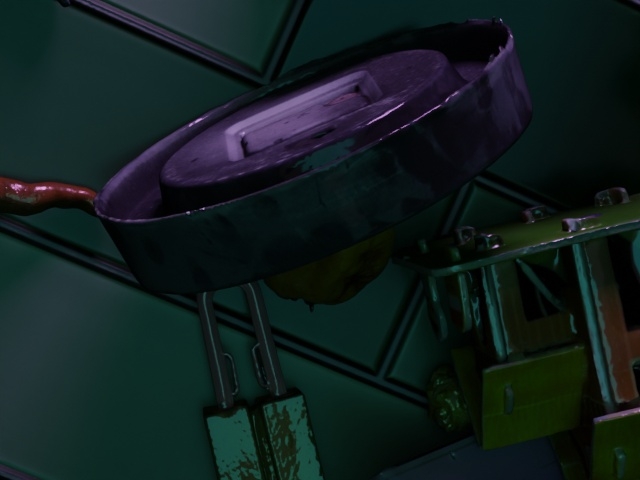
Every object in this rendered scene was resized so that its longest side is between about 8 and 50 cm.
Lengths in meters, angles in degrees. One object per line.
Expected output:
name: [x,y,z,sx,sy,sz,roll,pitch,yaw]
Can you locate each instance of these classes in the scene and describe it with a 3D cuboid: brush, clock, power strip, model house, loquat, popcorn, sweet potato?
brush: [-0.069,0.139,1.557,0.103,0.047,0.233,-13,97,-6]
clock: [-0.004,-0.076,1.374,0.386,0.386,0.076,-26,107,-4]
power strip: [0.147,0.236,1.504,0.037,0.279,0.109,-41,72,37]
model house: [0.268,0.132,1.453,0.300,0.340,0.323,-14,97,-9]
loquat: [0.000,0.000,1.518,0.137,0.113,0.137,-6,120,-10]
popcorn: [0.140,0.154,1.583,0.083,0.068,0.059,-41,131,-38]
sweet potato: [-0.282,-0.039,1.506,0.179,0.044,0.044,-1,97,-8]

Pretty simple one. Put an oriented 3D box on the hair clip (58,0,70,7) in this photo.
hair clip: [-0.246,-0.332,1.483,0.070,0.039,0.229,9,91,-10]
